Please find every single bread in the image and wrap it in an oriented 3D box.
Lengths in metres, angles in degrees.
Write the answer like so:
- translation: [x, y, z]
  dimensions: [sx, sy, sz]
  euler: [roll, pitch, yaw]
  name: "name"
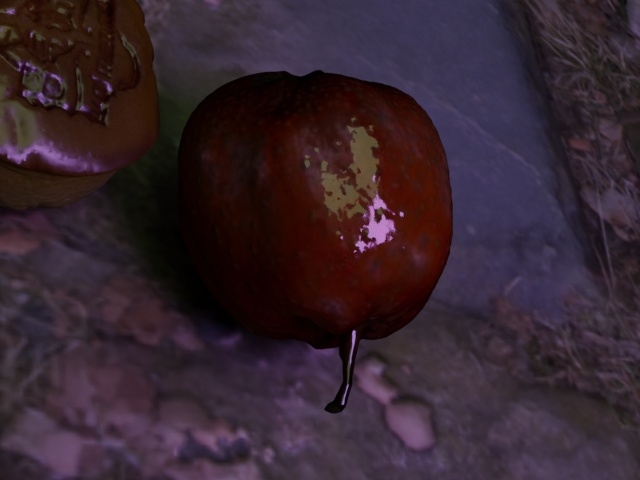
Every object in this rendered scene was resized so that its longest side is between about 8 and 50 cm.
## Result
- translation: [-0.151, -0.079, 0.643]
  dimensions: [0.156, 0.086, 0.125]
  euler: [-33, 85, -45]
  name: "bread"

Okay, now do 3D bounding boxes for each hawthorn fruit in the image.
- translation: [0.000, 0.000, 0.666]
  dimensions: [0.157, 0.157, 0.194]
  euler: [2, 70, -37]
  name: "hawthorn fruit"
